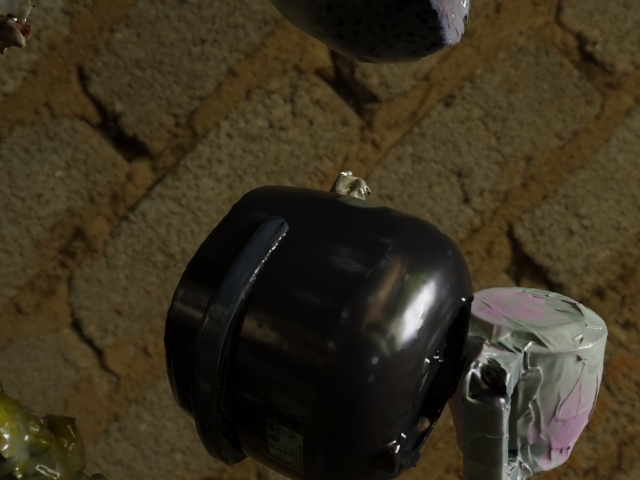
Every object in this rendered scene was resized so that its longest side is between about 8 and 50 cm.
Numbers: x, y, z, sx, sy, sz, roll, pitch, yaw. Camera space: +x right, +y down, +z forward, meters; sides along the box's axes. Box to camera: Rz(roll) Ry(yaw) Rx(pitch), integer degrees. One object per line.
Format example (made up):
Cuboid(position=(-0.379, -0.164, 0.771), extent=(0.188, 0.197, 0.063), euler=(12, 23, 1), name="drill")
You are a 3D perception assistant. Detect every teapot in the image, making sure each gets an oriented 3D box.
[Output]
Cuboid(position=(0.205, 0.158, 0.986), extent=(0.163, 0.178, 0.221), euler=(-1, -162, -1), name="teapot")

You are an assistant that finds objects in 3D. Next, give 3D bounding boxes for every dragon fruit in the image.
Cuboid(position=(0.017, -0.286, 0.925), extent=(0.204, 0.283, 0.221), euler=(-7, -129, 18), name="dragon fruit")

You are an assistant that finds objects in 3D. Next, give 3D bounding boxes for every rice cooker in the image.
Cuboid(position=(0.005, 0.090, 0.875), extent=(0.267, 0.225, 0.267), euler=(-53, 155, -37), name="rice cooker")

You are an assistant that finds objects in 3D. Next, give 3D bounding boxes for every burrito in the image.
Cuboid(position=(-0.002, -0.001, 1.491), extent=(0.229, 0.063, 0.058), euler=(-58, -173, 1), name="burrito")

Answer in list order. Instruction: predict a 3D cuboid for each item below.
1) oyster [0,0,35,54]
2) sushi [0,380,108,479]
Cuboid(position=(-0.350, -0.248, 0.769), extent=(0.133, 0.337, 0.198), euler=(-40, 142, 13), name="oyster")
Cuboid(position=(-0.356, 0.301, 0.858), extent=(0.240, 0.396, 0.351), euler=(8, -149, 43), name="sushi")
